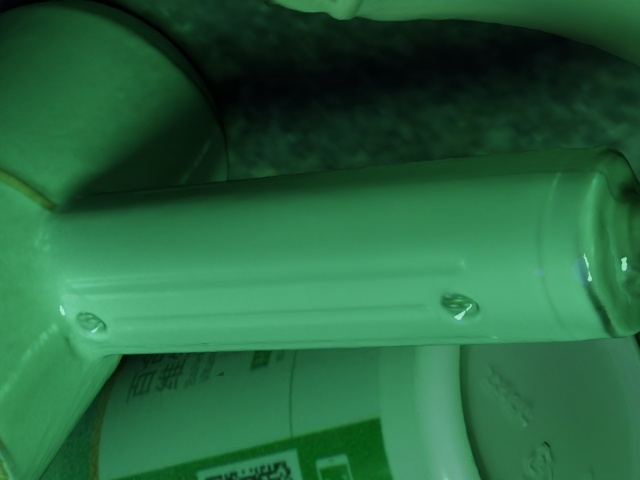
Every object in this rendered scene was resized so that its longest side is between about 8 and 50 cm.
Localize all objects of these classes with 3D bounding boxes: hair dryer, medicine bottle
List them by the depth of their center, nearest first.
[{"bbox_3d":[0.000,0.000,0.538,0.357,0.173,0.107,-2,130,32],"label":"hair dryer"},{"bbox_3d":[-0.023,0.088,0.668,0.274,0.133,0.133,-20,119,38],"label":"medicine bottle"}]

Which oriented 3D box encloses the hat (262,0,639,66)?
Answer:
[{"bbox_3d":[0.098,-0.116,0.456,0.219,0.164,0.226,18,176,2],"label":"hat"}]
